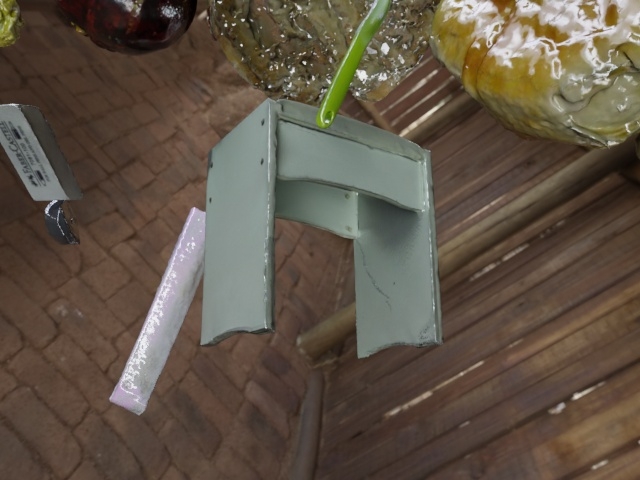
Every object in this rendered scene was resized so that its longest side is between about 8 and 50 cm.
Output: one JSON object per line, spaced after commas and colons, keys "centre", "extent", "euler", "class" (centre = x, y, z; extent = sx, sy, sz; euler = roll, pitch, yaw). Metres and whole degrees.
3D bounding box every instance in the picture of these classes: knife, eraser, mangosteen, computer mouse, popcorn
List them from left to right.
{"centre": [-0.693, -0.480, 1.342], "extent": [0.106, 0.120, 0.116], "euler": [28, 10, 15], "class": "popcorn"}
{"centre": [-0.756, -0.224, 1.650], "extent": [0.077, 0.112, 0.352], "euler": [-82, 167, -46], "class": "eraser"}
{"centre": [-0.584, -0.038, 1.393], "extent": [0.172, 0.057, 0.099], "euler": [48, -20, 62], "class": "computer mouse"}
{"centre": [-0.210, -0.300, 0.689], "extent": [0.173, 0.183, 0.172], "euler": [19, 7, -3], "class": "mangosteen"}
{"centre": [0.039, -0.197, 0.636], "extent": [0.022, 0.184, 0.026], "euler": [28, -6, -35], "class": "knife"}

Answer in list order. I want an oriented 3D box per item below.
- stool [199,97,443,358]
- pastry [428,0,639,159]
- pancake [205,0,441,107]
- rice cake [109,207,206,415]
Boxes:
{"centre": [0.000, 0.000, 0.769], "extent": [0.244, 0.170, 0.269], "euler": [11, 69, -32], "class": "stool"}
{"centre": [0.269, -0.247, 0.625], "extent": [0.136, 0.330, 0.329], "euler": [26, 32, -42], "class": "pastry"}
{"centre": [0.008, -0.376, 0.972], "extent": [0.382, 0.382, 0.071], "euler": [47, 18, -29], "class": "pancake"}
{"centre": [-0.270, 0.116, 1.115], "extent": [0.070, 0.398, 0.064], "euler": [23, -10, -11], "class": "rice cake"}
